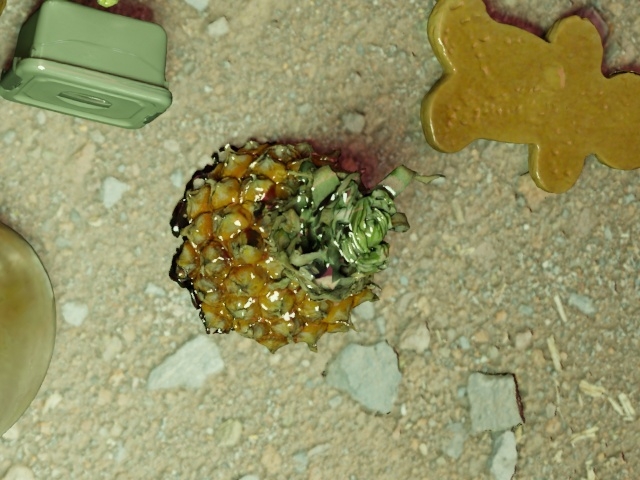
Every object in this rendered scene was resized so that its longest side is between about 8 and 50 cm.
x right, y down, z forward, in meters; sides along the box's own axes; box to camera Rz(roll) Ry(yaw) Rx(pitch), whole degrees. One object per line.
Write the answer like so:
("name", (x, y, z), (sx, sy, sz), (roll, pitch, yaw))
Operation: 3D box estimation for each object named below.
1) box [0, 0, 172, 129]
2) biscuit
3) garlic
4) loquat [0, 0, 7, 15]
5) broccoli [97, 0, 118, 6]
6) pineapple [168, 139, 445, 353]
("box", (-0.244, -0.189, 1.957), (0.172, 0.124, 0.093), (13, 73, -23))
("biscuit", (0.267, -0.165, 2.206), (0.339, 0.047, 0.216), (8, 88, -25))
("garlic", (-0.399, 0.090, 1.859), (0.279, 0.132, 0.325), (-12, 109, -25))
("loquat", (-0.384, -0.260, 1.907), (0.137, 0.113, 0.137), (8, 61, -14))
("broccoli", (-0.249, -0.377, 1.925), (0.248, 0.245, 0.288), (-11, 69, 18))
("pineapple", (0.000, 0.000, 1.965), (0.262, 0.271, 0.262), (1, 87, -22))
